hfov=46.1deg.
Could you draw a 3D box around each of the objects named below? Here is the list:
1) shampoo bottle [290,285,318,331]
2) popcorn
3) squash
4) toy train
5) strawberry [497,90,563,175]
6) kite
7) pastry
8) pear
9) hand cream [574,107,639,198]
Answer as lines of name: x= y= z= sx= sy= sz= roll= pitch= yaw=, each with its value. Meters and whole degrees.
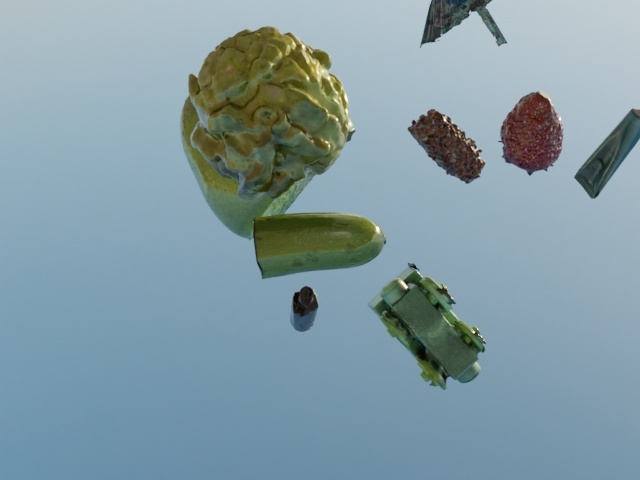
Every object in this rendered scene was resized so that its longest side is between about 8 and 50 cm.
shampoo bottle: x=-0.040 y=0.164 z=1.811 sx=0.067 sy=0.236 sz=0.068 roll=-15 pitch=-111 yaw=-10
popcorn: x=-0.075 y=-0.168 z=1.074 sx=0.259 sy=0.259 sz=0.212 roll=-26 pitch=-149 yaw=-1
squash: x=0.000 y=0.000 z=1.074 sx=0.187 sy=0.095 sz=0.095 roll=-7 pitch=-145 yaw=2
toy train: x=0.224 y=0.183 z=1.572 sx=0.159 sy=0.272 sz=0.188 roll=-42 pitch=-172 yaw=-3
strawberry: x=0.398 y=-0.206 z=1.396 sx=0.131 sy=0.148 sz=0.131 roll=17 pitch=-146 yaw=-12
kite: x=0.442 y=-0.700 z=2.175 sx=0.405 sy=0.368 sz=0.014 roll=-30 pitch=-144 yaw=21
pastry: x=0.313 y=-0.231 z=1.852 sx=0.115 sy=0.208 sz=0.097 roll=-50 pitch=-168 yaw=-2
pear: x=-0.153 y=-0.202 z=1.543 sx=0.342 sy=0.318 sz=0.238 roll=-48 pitch=170 yaw=37
hand cream: x=0.626 y=-0.195 z=1.604 sx=0.048 sy=0.224 sz=0.083 roll=4 pitch=-138 yaw=-30
